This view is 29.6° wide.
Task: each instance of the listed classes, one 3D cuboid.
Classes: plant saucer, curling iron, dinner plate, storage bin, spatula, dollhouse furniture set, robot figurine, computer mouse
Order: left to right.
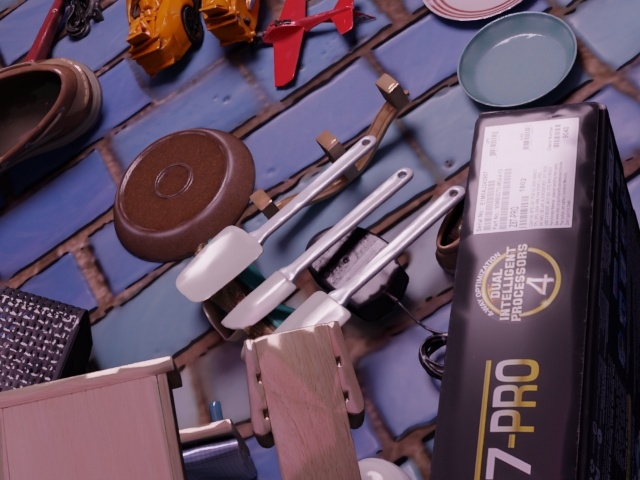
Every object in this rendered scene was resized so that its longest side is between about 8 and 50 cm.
[{"bbox_3d":[-0.282,0.148,1.124,0.084,0.122,0.180,17,63,1],"label":"storage bin"},{"bbox_3d":[-0.343,-0.202,1.465,0.068,0.035,0.274,11,64,31],"label":"curling iron"},{"bbox_3d":[-0.151,-0.056,1.276,0.169,0.029,0.168,-13,54,19],"label":"plant saucer"},{"bbox_3d":[-0.097,0.226,0.942,0.287,0.303,0.198,-12,69,-2],"label":"dollhouse furniture set"},{"bbox_3d":[-0.139,-0.334,1.418,0.211,0.085,0.291,-16,52,24],"label":"robot figurine"},{"bbox_3d":[0.000,0.000,1.098,0.242,0.019,0.168,-42,48,-14],"label":"spatula"},{"bbox_3d":[0.076,0.063,1.083,0.071,0.041,0.242,-44,57,-9],"label":"computer mouse"},{"bbox_3d":[0.173,-0.283,1.278,0.141,0.017,0.141,-13,54,19],"label":"dinner plate"},{"bbox_3d":[0.194,-0.173,1.189,0.119,0.021,0.119,-13,53,18],"label":"plant saucer"}]

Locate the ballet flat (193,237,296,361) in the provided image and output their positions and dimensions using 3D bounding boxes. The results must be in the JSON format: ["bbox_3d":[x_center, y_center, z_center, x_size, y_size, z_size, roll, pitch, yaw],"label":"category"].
[{"bbox_3d":[-0.058,0.076,1.127,0.206,0.073,0.067,43,110,42],"label":"ballet flat"}]

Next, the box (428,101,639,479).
[{"bbox_3d":[0.162,0.159,0.785,0.097,0.318,0.394,-5,58,24],"label":"box"}]

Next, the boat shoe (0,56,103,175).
[{"bbox_3d":[-0.401,-0.111,1.354,0.324,0.116,0.123,-34,86,3],"label":"boat shoe"}]

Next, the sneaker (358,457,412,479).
[{"bbox_3d":[-0.025,0.282,0.923,0.106,0.123,0.290,20,68,37],"label":"sneaker"}]

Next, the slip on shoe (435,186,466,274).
[{"bbox_3d":[0.145,-0.033,1.105,0.051,0.041,0.135,24,71,36],"label":"slip on shoe"}]

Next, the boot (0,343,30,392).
[{"bbox_3d":[-0.345,0.145,1.231,0.119,0.042,0.087,-8,49,20],"label":"boot"}]

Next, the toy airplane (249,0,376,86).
[{"bbox_3d":[-0.014,-0.236,1.330,0.151,0.028,0.151,-13,52,18],"label":"toy airplane"}]

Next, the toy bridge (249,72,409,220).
[{"bbox_3d":[0.018,-0.082,1.186,0.188,0.063,0.026,-42,50,-4],"label":"toy bridge"}]
